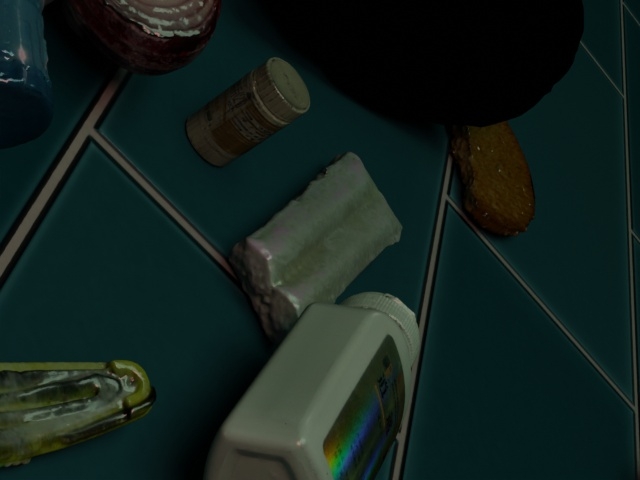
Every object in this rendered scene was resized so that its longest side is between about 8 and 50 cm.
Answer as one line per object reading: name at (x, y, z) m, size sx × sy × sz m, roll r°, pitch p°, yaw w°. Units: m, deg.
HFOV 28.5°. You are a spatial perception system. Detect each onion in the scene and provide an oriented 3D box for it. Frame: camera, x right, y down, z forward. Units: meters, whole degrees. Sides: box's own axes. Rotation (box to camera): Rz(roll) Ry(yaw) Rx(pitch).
onion at (-0.136, -0.199, 0.862) m, size 0.151 × 0.098 × 0.206 m, roll -8°, pitch 70°, yaw -34°

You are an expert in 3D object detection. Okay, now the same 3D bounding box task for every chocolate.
chocolate at (0.085, -0.267, 1.152) m, size 0.340 × 0.225 × 0.210 m, roll 29°, pitch 33°, yaw -46°

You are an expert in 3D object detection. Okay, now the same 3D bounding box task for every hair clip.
hair clip at (-0.159, 0.084, 0.642) m, size 0.188 × 0.033 × 0.060 m, roll 1°, pitch 60°, yaw -53°

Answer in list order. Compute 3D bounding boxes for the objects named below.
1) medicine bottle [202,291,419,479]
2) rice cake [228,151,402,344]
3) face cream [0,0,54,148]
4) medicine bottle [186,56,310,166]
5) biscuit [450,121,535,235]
medicine bottle at (0.004, 0.109, 0.792) m, size 0.229 × 0.083 × 0.121 m, roll -53°, pitch 145°, yaw -59°
rice cake at (0.000, 0.000, 0.950) m, size 0.085 × 0.040 × 0.226 m, roll 56°, pitch 30°, yaw -6°
face cream at (-0.200, -0.205, 0.732) m, size 0.080 × 0.163 × 0.336 m, roll 78°, pitch 0°, yaw -61°
medicine bottle at (-0.052, -0.092, 0.911) m, size 0.047 × 0.083 × 0.047 m, roll 37°, pitch 37°, yaw -34°
biscuit at (0.178, -0.076, 1.302) m, size 0.126 × 0.025 × 0.206 m, roll 37°, pitch 37°, yaw -32°
